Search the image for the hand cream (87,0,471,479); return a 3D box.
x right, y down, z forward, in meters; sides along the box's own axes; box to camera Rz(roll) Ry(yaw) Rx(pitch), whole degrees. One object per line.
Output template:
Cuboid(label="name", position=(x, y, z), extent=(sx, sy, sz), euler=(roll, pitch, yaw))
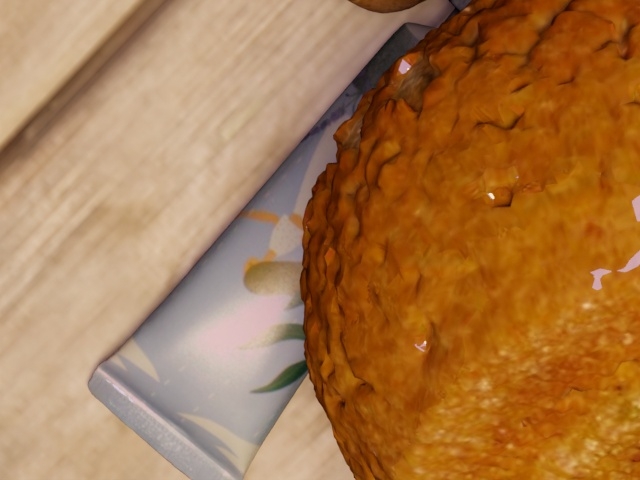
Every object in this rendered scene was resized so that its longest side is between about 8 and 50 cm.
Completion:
Cuboid(label="hand cream", position=(0.000, 0.000, 0.708), extent=(0.088, 0.055, 0.256), euler=(38, 106, -1))

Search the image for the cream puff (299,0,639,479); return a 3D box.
Cuboid(label="cream puff", position=(0.138, 0.015, 0.601), extent=(0.303, 0.212, 0.303), euler=(-1, 139, -1))

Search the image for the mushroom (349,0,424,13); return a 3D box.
Cuboid(label="mushroom", position=(0.007, -0.137, 0.669), extent=(0.130, 0.073, 0.088), euler=(-8, 104, 4))
